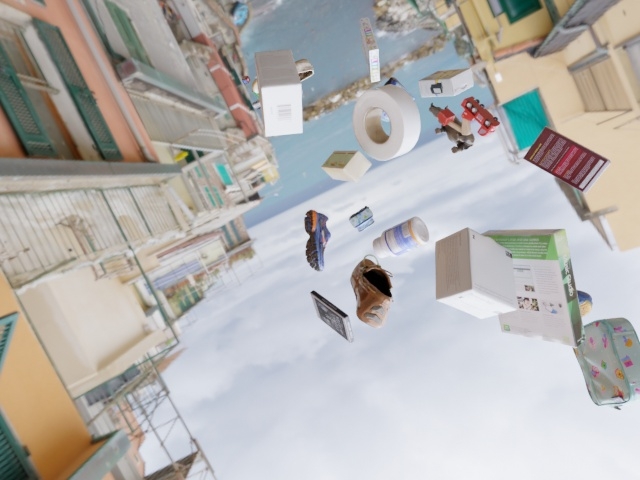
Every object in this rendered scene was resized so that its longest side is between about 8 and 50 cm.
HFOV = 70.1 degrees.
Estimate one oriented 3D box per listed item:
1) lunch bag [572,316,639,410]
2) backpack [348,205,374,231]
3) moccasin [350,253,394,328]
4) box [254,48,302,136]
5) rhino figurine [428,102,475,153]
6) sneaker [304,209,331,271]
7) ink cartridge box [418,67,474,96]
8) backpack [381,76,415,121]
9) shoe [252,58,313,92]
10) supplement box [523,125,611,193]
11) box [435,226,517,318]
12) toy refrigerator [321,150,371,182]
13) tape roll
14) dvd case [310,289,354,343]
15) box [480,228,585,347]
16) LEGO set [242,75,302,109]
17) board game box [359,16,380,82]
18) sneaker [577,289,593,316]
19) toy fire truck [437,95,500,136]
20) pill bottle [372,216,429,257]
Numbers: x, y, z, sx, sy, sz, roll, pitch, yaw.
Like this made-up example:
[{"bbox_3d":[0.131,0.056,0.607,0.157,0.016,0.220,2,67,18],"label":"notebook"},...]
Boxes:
[{"bbox_3d":[0.943,0.406,1.491,0.108,0.279,0.224,-2,157,-8],"label":"lunch bag"},{"bbox_3d":[0.177,-0.088,1.923,0.105,0.084,0.114,-34,180,7],"label":"backpack"},{"bbox_3d":[0.176,0.140,1.516,0.147,0.139,0.380,-60,-178,16],"label":"moccasin"},{"bbox_3d":[-0.100,-0.351,1.083,0.091,0.130,0.170,-8,-132,-7],"label":"box"},{"bbox_3d":[0.468,-0.416,1.655,0.106,0.243,0.073,-11,148,-31],"label":"rhino figurine"},{"bbox_3d":[0.000,0.000,1.600,0.087,0.221,0.083,4,169,-28],"label":"sneaker"},{"bbox_3d":[0.506,-0.636,1.842,0.127,0.072,0.175,-32,-151,-24],"label":"ink cartridge box"},{"bbox_3d":[0.316,-0.618,2.048,0.173,0.158,0.117,-43,-162,21],"label":"backpack"},{"bbox_3d":[-0.125,-0.544,1.533,0.219,0.058,0.076,-25,153,-5],"label":"shoe"},{"bbox_3d":[0.851,-0.282,1.584,0.073,0.239,0.130,-29,151,-58],"label":"supplement box"},{"bbox_3d":[0.410,0.090,1.212,0.119,0.181,0.182,-32,-137,49],"label":"box"},{"bbox_3d":[0.103,-0.324,1.963,0.102,0.094,0.269,-50,-158,-4],"label":"toy refrigerator"},{"bbox_3d":[0.260,-0.471,1.831,0.100,0.286,0.286,-24,-177,-33],"label":"tape roll"},{"bbox_3d":[0.053,0.344,2.064,0.029,0.179,0.239,-35,-137,-23],"label":"dvd case"},{"bbox_3d":[0.590,0.124,1.281,0.058,0.322,0.232,-23,-167,-30],"label":"box"},{"bbox_3d":[-0.182,-0.561,1.766,0.182,0.244,0.060,101,10,-62],"label":"LEGO set"},{"bbox_3d":[0.140,-0.541,1.294,0.026,0.154,0.103,-11,147,4],"label":"board game box"},{"bbox_3d":[0.753,0.175,1.453,0.131,0.112,0.296,-48,180,-16],"label":"sneaker"},{"bbox_3d":[0.490,-0.399,1.518,0.047,0.192,0.135,-26,158,-29],"label":"toy fire truck"},{"bbox_3d":[0.409,-0.006,2.358,0.272,0.152,0.152,-27,-177,37],"label":"pill bottle"}]
